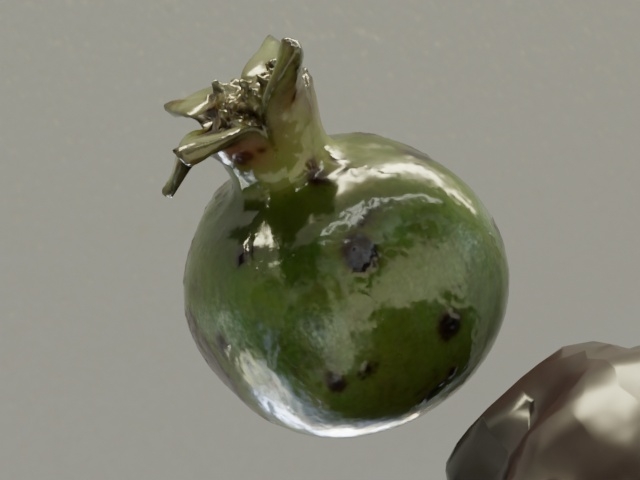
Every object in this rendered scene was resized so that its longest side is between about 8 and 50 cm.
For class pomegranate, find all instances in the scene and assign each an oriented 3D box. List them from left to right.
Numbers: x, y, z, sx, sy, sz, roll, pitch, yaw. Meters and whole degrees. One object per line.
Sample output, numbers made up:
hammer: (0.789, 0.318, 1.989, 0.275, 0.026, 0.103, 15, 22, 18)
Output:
pomegranate: (-0.005, 0.005, 0.639, 0.148, 0.148, 0.169, -42, -74, 13)

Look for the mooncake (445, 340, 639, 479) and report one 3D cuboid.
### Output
mooncake: (0.118, 0.222, 0.584, 0.381, 0.212, 0.350, -45, -43, 4)
